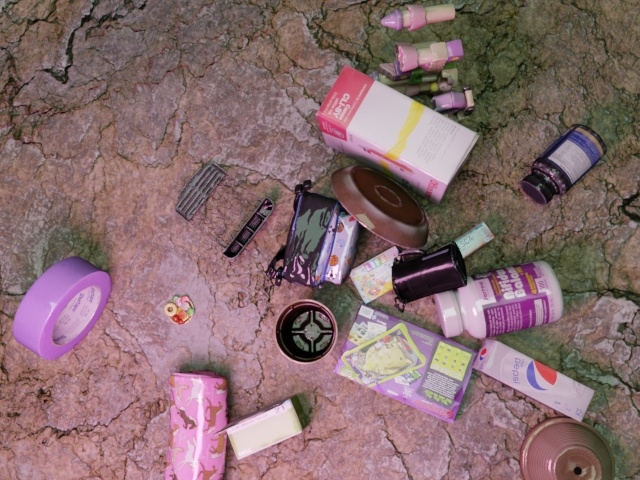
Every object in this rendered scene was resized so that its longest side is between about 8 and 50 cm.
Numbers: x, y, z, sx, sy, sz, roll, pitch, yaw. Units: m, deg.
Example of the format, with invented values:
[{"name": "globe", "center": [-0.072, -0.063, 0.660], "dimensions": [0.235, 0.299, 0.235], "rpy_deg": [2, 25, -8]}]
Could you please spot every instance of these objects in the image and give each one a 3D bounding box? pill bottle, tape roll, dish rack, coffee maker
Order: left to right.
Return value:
[{"name": "tape roll", "center": [-0.696, 0.183, 1.662], "dimensions": [0.090, 0.275, 0.275], "rpy_deg": [29, 85, 10]}, {"name": "dish rack", "center": [-0.286, -0.094, 1.767], "dimensions": [0.271, 0.074, 0.208], "rpy_deg": [37, 86, 10]}, {"name": "coffee maker", "center": [0.286, 0.098, 1.589], "dimensions": [0.178, 0.120, 0.171], "rpy_deg": [-20, 51, 25]}, {"name": "pill bottle", "center": [0.462, 0.162, 1.609], "dimensions": [0.301, 0.169, 0.169], "rpy_deg": [-14, 80, 3]}, {"name": "pill bottle", "center": [0.658, -0.204, 1.669], "dimensions": [0.219, 0.123, 0.123], "rpy_deg": [-43, 80, -2]}]

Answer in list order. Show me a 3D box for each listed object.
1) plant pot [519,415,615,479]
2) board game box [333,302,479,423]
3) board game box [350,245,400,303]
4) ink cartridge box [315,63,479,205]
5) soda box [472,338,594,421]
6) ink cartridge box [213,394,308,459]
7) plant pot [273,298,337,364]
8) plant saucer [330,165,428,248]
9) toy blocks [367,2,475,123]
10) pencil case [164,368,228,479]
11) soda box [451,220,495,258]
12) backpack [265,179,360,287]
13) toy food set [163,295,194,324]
[{"name": "plant pot", "center": [0.640, 0.577, 1.561], "dimensions": [0.237, 0.110, 0.238], "rpy_deg": [-1, 82, 6]}, {"name": "board game box", "center": [0.233, 0.332, 1.669], "dimensions": [0.346, 0.056, 0.208], "rpy_deg": [22, 80, 8]}, {"name": "board game box", "center": [0.168, 0.098, 1.718], "dimensions": [0.154, 0.026, 0.103], "rpy_deg": [-30, 80, 1]}, {"name": "ink cartridge box", "center": [0.201, -0.272, 1.642], "dimensions": [0.384, 0.279, 0.160], "rpy_deg": [30, 86, 9]}, {"name": "soda box", "center": [0.549, 0.360, 1.587], "dimensions": [0.286, 0.098, 0.091], "rpy_deg": [27, 84, 0]}, {"name": "ink cartridge box", "center": [-0.148, 0.487, 1.574], "dimensions": [0.188, 0.255, 0.097], "rpy_deg": [-24, 80, 2]}, {"name": "plant pot", "center": [-0.030, 0.246, 1.645], "dimensions": [0.166, 0.165, 0.167], "rpy_deg": [-1, 81, 6]}, {"name": "plant saucer", "center": [0.169, -0.103, 1.616], "dimensions": [0.310, 0.310, 0.050], "rpy_deg": [40, 118, 10]}, {"name": "toy blocks", "center": [0.235, -0.441, 1.664], "dimensions": [0.259, 0.288, 0.309], "rpy_deg": [-10, 83, -2]}, {"name": "pencil case", "center": [-0.337, 0.544, 1.635], "dimensions": [0.160, 0.167, 0.386], "rpy_deg": [6, 80, -26]}, {"name": "soda box", "center": [0.389, 0.023, 1.690], "dimensions": [0.183, 0.063, 0.058], "rpy_deg": [-34, 79, 0]}, {"name": "backpack", "center": [0.000, 0.000, 1.631], "dimensions": [0.213, 0.263, 0.277], "rpy_deg": [20, 92, 1]}, {"name": "toy food set", "center": [-0.404, 0.201, 1.760], "dimensions": [0.082, 0.020, 0.083], "rpy_deg": [-41, 80, -2]}]
